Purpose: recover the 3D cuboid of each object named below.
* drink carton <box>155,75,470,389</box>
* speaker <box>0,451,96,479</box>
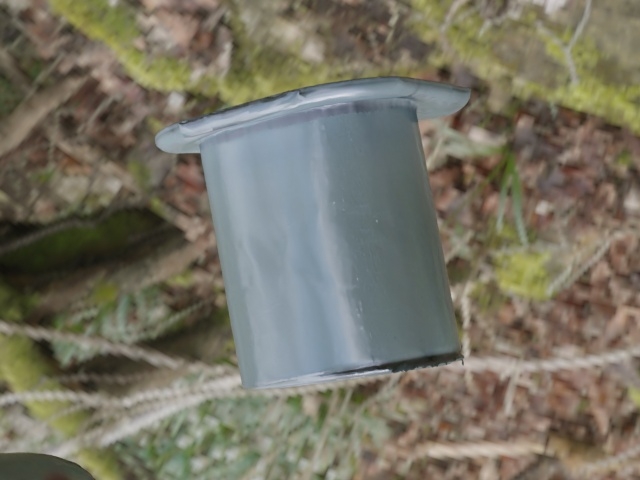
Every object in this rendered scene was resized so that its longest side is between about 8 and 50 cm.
[{"bbox_3d":[0.000,0.000,1.187,0.185,0.191,0.190,-8,86,26],"label":"drink carton"},{"bbox_3d":[-0.124,0.298,0.768,0.184,0.183,0.406,-44,63,28],"label":"speaker"}]
